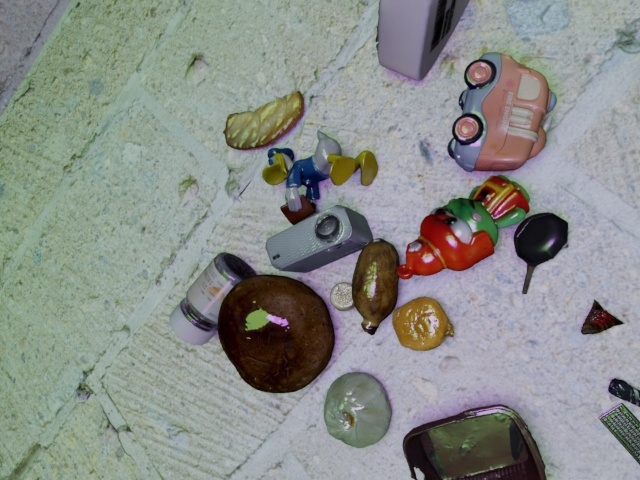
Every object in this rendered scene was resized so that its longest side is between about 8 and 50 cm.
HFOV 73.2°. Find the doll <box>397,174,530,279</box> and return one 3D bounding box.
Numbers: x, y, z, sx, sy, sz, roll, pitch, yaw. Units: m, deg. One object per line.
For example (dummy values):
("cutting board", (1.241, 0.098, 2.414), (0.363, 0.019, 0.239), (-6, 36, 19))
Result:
("doll", (0.344, -0.015, 1.074), (0.363, 0.160, 0.182), (-33, 38, -1))

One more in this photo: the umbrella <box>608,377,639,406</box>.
("umbrella", (0.735, 0.359, 0.935), (0.188, 0.046, 0.050), (25, 114, 23))

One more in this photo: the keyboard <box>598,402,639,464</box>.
("keyboard", (0.720, 0.463, 0.950), (0.067, 0.011, 0.202), (-43, 69, 15))

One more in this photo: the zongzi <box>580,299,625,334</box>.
("zongzi", (0.645, 0.175, 1.002), (0.083, 0.067, 0.073), (-22, 63, 1))

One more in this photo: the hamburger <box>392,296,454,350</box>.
("hamburger", (0.268, 0.222, 1.136), (0.147, 0.083, 0.137), (-30, 73, 22))

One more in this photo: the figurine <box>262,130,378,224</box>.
("figurine", (-0.043, -0.191, 1.301), (0.338, 0.205, 0.283), (31, 104, 36))

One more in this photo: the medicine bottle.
("medicine bottle", (-0.335, 0.184, 1.357), (0.165, 0.165, 0.273), (45, 102, 21))

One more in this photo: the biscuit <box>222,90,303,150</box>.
("biscuit", (-0.187, -0.383, 1.422), (0.300, 0.045, 0.154), (-12, 79, 21))

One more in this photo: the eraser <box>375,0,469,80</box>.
("eraser", (0.263, -0.626, 1.111), (0.150, 0.331, 0.331), (33, 97, 23))

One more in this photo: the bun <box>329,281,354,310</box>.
("bun", (0.069, 0.163, 1.245), (0.086, 0.055, 0.086), (-3, 75, 11))

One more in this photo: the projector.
("projector", (0.000, 0.000, 1.213), (0.251, 0.198, 0.108), (-24, 76, 20))

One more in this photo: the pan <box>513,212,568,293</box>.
("pan", (0.509, 0.020, 1.055), (0.129, 0.048, 0.201), (27, 108, -16))

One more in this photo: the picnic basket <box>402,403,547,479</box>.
("picnic basket", (0.368, 0.513, 1.034), (0.297, 0.129, 0.222), (-26, 76, 20))

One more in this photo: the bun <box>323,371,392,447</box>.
("bun", (0.095, 0.458, 1.167), (0.196, 0.118, 0.195), (-5, 79, 24))

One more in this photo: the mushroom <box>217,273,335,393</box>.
("mushroom", (-0.123, 0.267, 1.224), (0.346, 0.239, 0.344), (-2, 119, -4))

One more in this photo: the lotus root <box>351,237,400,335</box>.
("lotus root", (0.147, 0.124, 1.162), (0.129, 0.145, 0.259), (4, 81, 12))

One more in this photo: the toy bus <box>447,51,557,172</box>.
("toy bus", (0.447, -0.304, 1.064), (0.232, 0.194, 0.287), (15, 90, 16))
